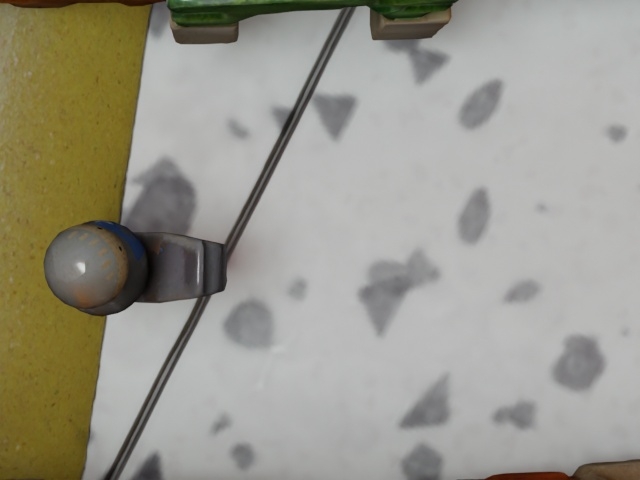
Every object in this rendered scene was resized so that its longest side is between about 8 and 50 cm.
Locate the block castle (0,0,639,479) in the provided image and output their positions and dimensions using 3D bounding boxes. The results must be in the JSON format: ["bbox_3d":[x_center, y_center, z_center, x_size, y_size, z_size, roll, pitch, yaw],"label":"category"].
[{"bbox_3d":[0.000,0.000,0.596,0.453,0.213,0.303,-1,89,-3],"label":"block castle"}]

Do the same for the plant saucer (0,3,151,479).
[{"bbox_3d":[-0.252,-0.063,0.747,0.332,0.081,0.333,8,88,6],"label":"plant saucer"}]
